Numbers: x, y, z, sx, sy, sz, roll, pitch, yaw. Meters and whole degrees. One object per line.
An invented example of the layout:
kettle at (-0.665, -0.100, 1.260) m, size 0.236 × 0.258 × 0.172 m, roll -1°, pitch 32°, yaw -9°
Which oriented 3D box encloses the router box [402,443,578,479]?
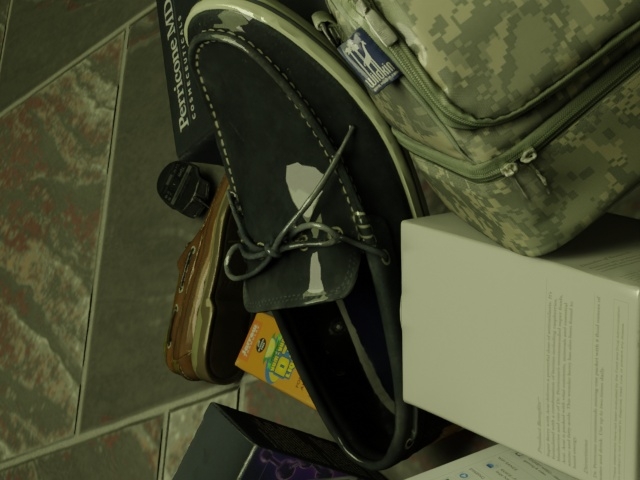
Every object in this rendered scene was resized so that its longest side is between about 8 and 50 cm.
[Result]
router box at (0.190, 0.278, 1.035) m, size 0.335 × 0.301 × 0.082 m, roll 33°, pitch 133°, yaw 54°

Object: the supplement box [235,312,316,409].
supplement box at (-0.001, 0.150, 1.530) m, size 0.233 × 0.080 × 0.078 m, roll 18°, pitch 84°, yaw 56°

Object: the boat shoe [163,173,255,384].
boat shoe at (-0.134, 0.026, 1.725) m, size 0.104 × 0.111 × 0.307 m, roll 6°, pitch 76°, yaw 42°

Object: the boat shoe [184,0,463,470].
boat shoe at (0.000, 0.000, 1.284) m, size 0.187 × 0.500 × 0.156 m, roll -6°, pitch 25°, yaw 47°

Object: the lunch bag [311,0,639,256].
lunch bag at (0.174, -0.174, 1.082) m, size 0.305 × 0.256 × 0.212 m, roll -38°, pitch 22°, yaw -3°

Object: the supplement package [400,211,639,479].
supplement package at (0.222, 0.077, 1.156) m, size 0.293 × 0.175 × 0.177 m, roll 19°, pitch 115°, yaw 54°

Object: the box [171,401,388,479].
box at (-0.047, 0.278, 1.409) m, size 0.108 × 0.207 × 0.153 m, roll 33°, pitch 99°, yaw 54°

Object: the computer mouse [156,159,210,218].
computer mouse at (-0.151, -0.049, 1.871) m, size 0.242 × 0.041 × 0.071 m, roll 34°, pitch 98°, yaw 47°

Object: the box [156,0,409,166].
box at (0.048, -0.376, 1.441) m, size 0.472 × 0.297 × 0.479 m, roll -34°, pitch 60°, yaw 52°
